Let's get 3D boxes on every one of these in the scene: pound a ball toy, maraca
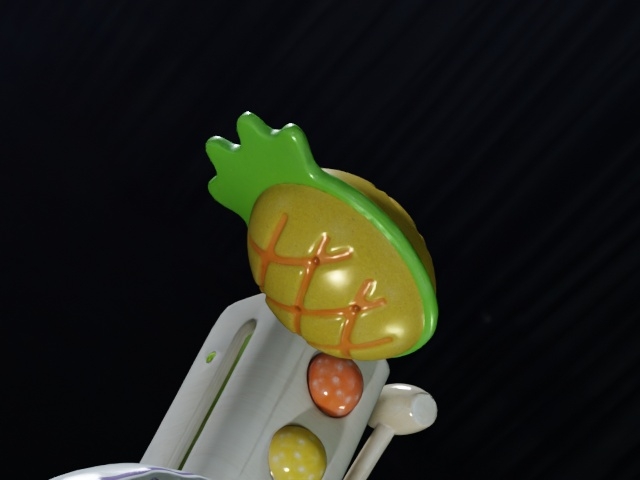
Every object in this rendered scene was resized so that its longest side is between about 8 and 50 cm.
[{"bbox_3d":[-0.015,0.187,1.340,0.208,0.136,0.319,46,-129,-24],"label":"pound a ball toy"},{"bbox_3d":[0.000,0.000,1.044,0.185,0.127,0.099,50,-131,-7],"label":"maraca"}]

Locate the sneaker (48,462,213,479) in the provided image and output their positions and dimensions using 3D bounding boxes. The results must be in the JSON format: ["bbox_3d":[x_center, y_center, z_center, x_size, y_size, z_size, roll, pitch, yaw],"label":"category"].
[{"bbox_3d":[-0.037,0.190,0.902,0.282,0.102,0.161,8,-174,-39],"label":"sneaker"}]
